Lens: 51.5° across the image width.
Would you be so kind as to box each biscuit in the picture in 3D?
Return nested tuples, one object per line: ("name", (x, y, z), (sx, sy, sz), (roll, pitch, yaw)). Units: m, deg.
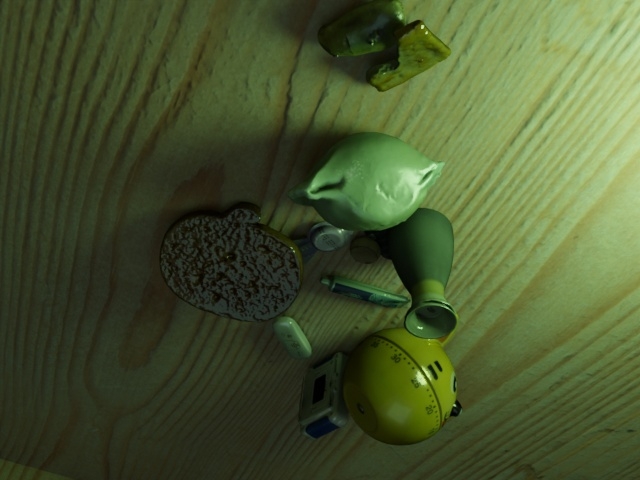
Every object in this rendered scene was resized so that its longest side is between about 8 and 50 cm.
("biscuit", (0.161, -0.368, 1.346), (0.183, 0.039, 0.174), (-25, 164, 30))
("biscuit", (-0.235, 0.052, 1.793), (0.394, 0.070, 0.350), (22, 113, -1))

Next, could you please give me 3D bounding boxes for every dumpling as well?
("dumpling", (0.098, -0.112, 1.534), (0.320, 0.212, 0.270), (23, 128, -6))

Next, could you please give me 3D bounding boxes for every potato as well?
("potato", (0.084, -0.420, 1.330), (0.188, 0.085, 0.105), (-9, 133, 22))

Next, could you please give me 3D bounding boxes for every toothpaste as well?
("toothpaste", (0.124, 0.148, 1.900), (0.268, 0.047, 0.069), (16, 121, -13))

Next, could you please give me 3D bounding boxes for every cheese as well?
("cheese", (0.000, 0.000, 1.772), (0.190, 0.042, 0.105), (-25, 125, 28))

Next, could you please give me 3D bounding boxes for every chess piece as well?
("chess piece", (0.120, 0.027, 1.778), (0.083, 0.038, 0.084), (9, 140, 8))

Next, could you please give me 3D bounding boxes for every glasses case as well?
("glasses case", (-0.089, 0.306, 2.072), (0.074, 0.049, 0.193), (-12, 130, 18))

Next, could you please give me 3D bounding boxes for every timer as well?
("timer", (0.013, 0.483, 2.089), (0.078, 0.253, 0.178), (36, 127, -24))
("timer", (0.266, 0.408, 1.962), (0.386, 0.376, 0.376), (-27, 142, -28))

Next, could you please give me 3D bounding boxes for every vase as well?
("vase", (0.256, 0.081, 1.616), (0.173, 0.321, 0.173), (0, 131, 0))

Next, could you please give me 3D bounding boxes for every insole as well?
("insole", (0.128, -0.053, 1.727), (0.110, 0.012, 0.309), (-21, 128, 23))
